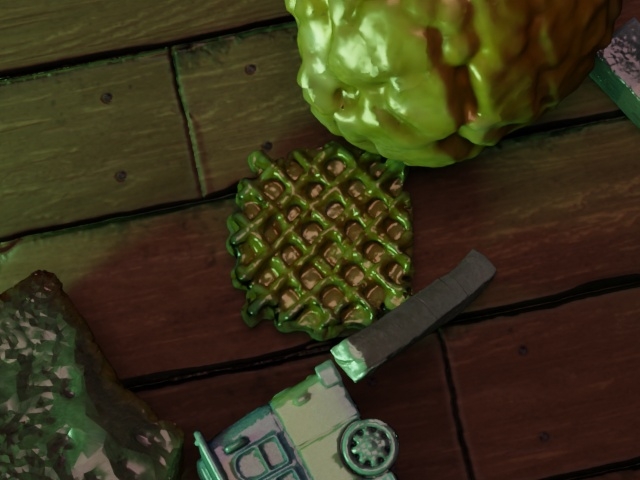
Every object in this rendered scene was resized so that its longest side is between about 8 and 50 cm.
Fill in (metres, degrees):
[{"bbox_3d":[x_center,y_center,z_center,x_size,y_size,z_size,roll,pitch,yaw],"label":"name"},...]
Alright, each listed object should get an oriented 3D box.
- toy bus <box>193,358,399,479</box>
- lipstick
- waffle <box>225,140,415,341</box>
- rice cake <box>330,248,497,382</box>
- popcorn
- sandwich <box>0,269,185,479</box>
[{"bbox_3d":[0.018,0.295,1.440,0.190,0.152,0.312,-28,77,-7],"label":"toy bus"},{"bbox_3d":[0.424,-0.104,1.582,0.068,0.066,0.317,-39,78,-9],"label":"lipstick"},{"bbox_3d":[-0.001,0.001,1.567,0.204,0.054,0.223,-1,73,0],"label":"waffle"},{"bbox_3d":[0.101,0.077,1.488,0.045,0.042,0.245,47,45,13],"label":"rice cake"},{"bbox_3d":[0.142,-0.276,1.488,0.354,0.344,0.390,-1,69,7],"label":"popcorn"},{"bbox_3d":[-0.286,0.223,1.439,0.262,0.131,0.325,-35,75,-29],"label":"sandwich"}]
